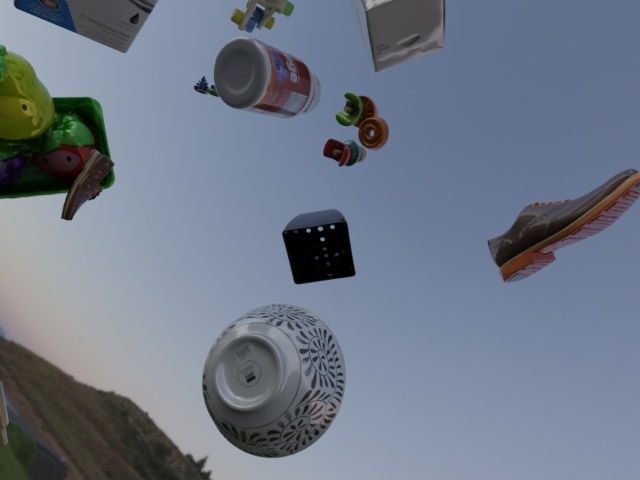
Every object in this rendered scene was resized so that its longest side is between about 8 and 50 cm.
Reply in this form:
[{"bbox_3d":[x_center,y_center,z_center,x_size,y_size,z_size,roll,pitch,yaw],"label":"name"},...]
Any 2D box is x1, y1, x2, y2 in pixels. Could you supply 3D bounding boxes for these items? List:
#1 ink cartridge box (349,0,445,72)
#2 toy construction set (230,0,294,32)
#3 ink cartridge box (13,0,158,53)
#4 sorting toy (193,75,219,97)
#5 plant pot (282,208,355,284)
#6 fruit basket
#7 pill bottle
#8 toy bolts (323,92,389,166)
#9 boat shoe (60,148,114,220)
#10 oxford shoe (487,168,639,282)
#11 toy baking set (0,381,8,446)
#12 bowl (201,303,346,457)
[{"bbox_3d":[0.164,-0.545,0.976,0.168,0.171,0.232,59,15,-60],"label":"ink cartridge box"},{"bbox_3d":[-0.057,-0.587,0.876,0.328,0.215,0.151,-17,-31,37],"label":"toy construction set"},{"bbox_3d":[-0.269,-0.346,0.523,0.191,0.139,0.082,-30,-116,38],"label":"ink cartridge box"},{"bbox_3d":[-0.329,-0.452,1.255,0.102,0.061,0.042,19,-84,25],"label":"sorting toy"},{"bbox_3d":[0.000,0.000,1.309,0.188,0.167,0.187,-8,-61,6],"label":"plant pot"},{"bbox_3d":[-0.695,-0.244,0.996,0.392,0.392,0.283,-18,-97,52],"label":"fruit basket"},{"bbox_3d":[-0.088,-0.298,0.815,0.121,0.216,0.121,5,-79,28],"label":"pill bottle"},{"bbox_3d":[0.143,-0.333,1.400,0.218,0.158,0.228,45,-57,27],"label":"toy bolts"},{"bbox_3d":[-0.529,-0.121,0.977,0.060,0.178,0.064,29,-23,-28],"label":"boat shoe"},{"bbox_3d":[0.523,-0.049,0.952,0.363,0.130,0.132,-46,-127,37],"label":"oxford shoe"},{"bbox_3d":[-0.632,0.261,0.713,0.030,0.197,0.256,-115,-149,-71],"label":"toy baking set"},{"bbox_3d":[-0.063,0.143,0.458,0.170,0.170,0.080,35,-9,23],"label":"bowl"}]
